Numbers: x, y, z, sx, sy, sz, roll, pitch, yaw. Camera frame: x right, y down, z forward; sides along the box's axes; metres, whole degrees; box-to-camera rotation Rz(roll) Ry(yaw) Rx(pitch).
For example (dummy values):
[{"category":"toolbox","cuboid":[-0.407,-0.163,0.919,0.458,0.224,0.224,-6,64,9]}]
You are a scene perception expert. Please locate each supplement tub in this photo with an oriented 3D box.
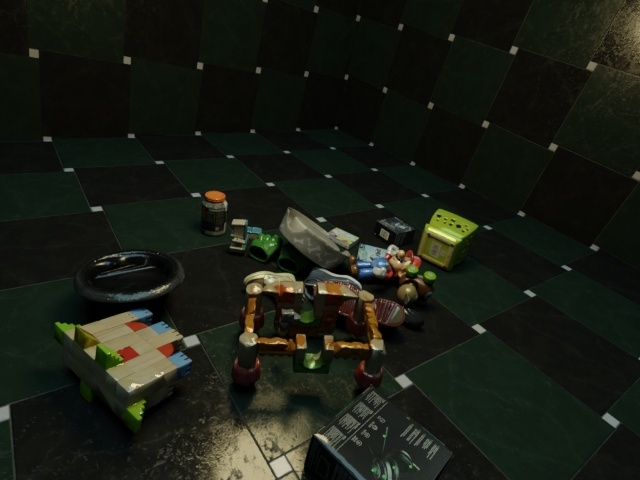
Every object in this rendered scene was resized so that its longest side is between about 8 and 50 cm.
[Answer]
[{"category":"supplement tub","cuboid":[-0.495,-0.127,1.875,0.117,0.190,0.117,9,29,-5]}]

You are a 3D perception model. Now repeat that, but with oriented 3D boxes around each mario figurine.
[{"category":"mario figurine","cuboid":[0.287,0.090,1.776,0.320,0.170,0.198,-3,63,-4]}]

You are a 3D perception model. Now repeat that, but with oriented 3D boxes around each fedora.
[{"category":"fedora","cuboid":[-0.635,0.160,1.358,0.334,0.153,0.334,9,29,-5]}]

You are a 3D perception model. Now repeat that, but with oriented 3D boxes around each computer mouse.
[{"category":"computer mouse","cuboid":[0.286,0.284,1.570,0.242,0.071,0.041,18,39,13]}]

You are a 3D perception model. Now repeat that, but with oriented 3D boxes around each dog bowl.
[{"category":"dog bowl","cuboid":[-0.033,-0.001,1.771,0.348,0.102,0.349,37,8,-6]}]

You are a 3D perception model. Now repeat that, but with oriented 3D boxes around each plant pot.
[{"category":"plant pot","cuboid":[0.625,0.007,2.031,0.227,0.228,0.207,29,41,28]}]

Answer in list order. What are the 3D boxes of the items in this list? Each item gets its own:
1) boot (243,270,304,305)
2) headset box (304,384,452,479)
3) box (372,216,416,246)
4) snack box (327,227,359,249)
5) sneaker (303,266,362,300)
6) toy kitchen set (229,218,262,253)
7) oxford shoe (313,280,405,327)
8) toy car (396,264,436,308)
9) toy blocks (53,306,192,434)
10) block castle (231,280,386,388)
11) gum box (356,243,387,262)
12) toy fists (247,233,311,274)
[{"category":"boot","cuboid":[-0.180,0.196,1.545,0.213,0.077,0.165,2,32,-23]},{"category":"headset box","cuboid":[0.149,0.546,0.992,0.283,0.131,0.246,32,34,31]},{"category":"box","cuboid":[0.397,-0.046,2.165,0.158,0.093,0.156,-13,37,-38]},{"category":"snack box","cuboid":[0.112,-0.011,2.053,0.141,0.037,0.100,26,31,24]},{"category":"sneaker","cuboid":[0.042,0.195,1.611,0.226,0.086,0.163,17,27,14]},{"category":"toy kitchen set","cuboid":[-0.331,-0.049,1.824,0.122,0.166,0.207,8,29,-6]},{"category":"oxford shoe","cuboid":[0.136,0.257,1.520,0.348,0.130,0.123,22,67,7]},{"category":"toy car","cuboid":[0.373,0.223,1.636,0.149,0.155,0.188,21,40,17]},{"category":"toy blocks","cuboid":[-0.512,0.323,1.129,0.381,0.191,0.261,27,21,26]},{"category":"block castle","cuboid":[-0.039,0.308,1.270,0.453,0.213,0.303,5,34,-9]},{"category":"gum box","cuboid":[0.269,0.086,1.936,0.184,0.041,0.157,14,30,5]},{"category":"toy fists","cuboid":[-0.177,0.048,1.785,0.279,0.096,0.142,19,28,15]}]
